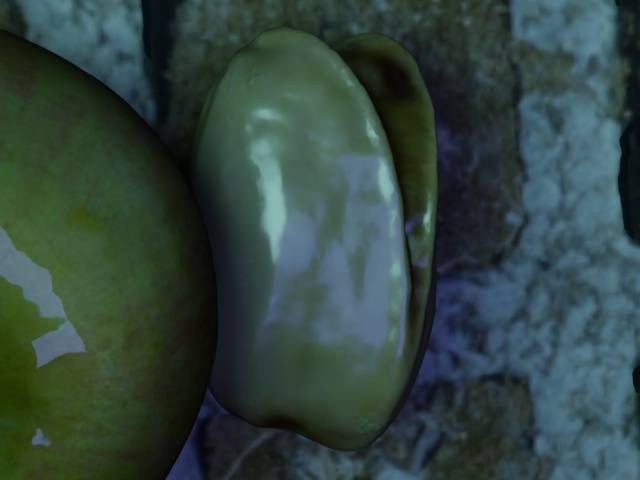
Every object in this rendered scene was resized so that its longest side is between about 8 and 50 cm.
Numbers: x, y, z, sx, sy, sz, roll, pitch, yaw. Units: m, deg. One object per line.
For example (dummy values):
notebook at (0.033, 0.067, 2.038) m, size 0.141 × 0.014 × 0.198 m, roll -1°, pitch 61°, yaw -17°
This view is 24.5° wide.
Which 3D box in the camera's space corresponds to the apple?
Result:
apple at (-0.175, 0.028, 0.641) m, size 0.257 × 0.234 × 0.256 m, roll -2°, pitch 101°, yaw -11°

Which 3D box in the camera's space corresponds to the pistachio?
pistachio at (0.000, 0.000, 0.718) m, size 0.130 × 0.131 × 0.206 m, roll -11°, pitch 108°, yaw -51°
